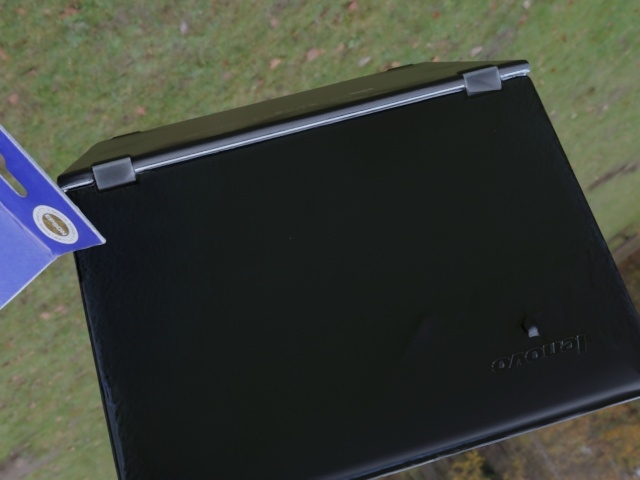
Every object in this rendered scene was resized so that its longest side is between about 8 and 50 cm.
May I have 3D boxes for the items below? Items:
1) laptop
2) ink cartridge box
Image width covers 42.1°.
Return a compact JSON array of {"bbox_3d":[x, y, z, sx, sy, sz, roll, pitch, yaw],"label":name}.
[{"bbox_3d":[0.000,0.000,0.721,0.382,0.236,0.408,-15,-166,-7],"label":"laptop"},{"bbox_3d":[-0.340,-0.011,0.624,0.371,0.175,0.069,-15,-146,37],"label":"ink cartridge box"}]
